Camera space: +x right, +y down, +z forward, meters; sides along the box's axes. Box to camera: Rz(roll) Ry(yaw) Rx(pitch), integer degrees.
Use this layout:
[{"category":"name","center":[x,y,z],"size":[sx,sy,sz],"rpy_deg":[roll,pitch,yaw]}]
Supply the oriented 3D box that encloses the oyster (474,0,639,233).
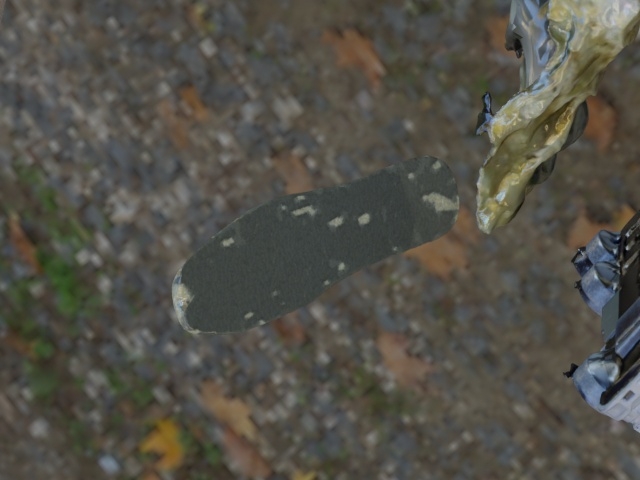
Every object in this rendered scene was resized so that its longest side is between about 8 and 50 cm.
[{"category":"oyster","center":[0.095,-0.083,0.547],"size":[0.061,0.106,0.200],"rpy_deg":[22,136,-2]}]

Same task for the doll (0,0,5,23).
[{"category":"doll","center":[-0.209,-0.099,0.424],"size":[0.287,0.151,0.151],"rpy_deg":[23,150,4]}]

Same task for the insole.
[{"category":"insole","center":[0.000,0.000,1.283],"size":[0.011,0.248,0.081],"rpy_deg":[4,112,57]}]

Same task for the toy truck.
[{"category":"toy truck","center":[0.233,0.032,1.131],"size":[0.124,0.253,0.114],"rpy_deg":[33,120,-10]}]
